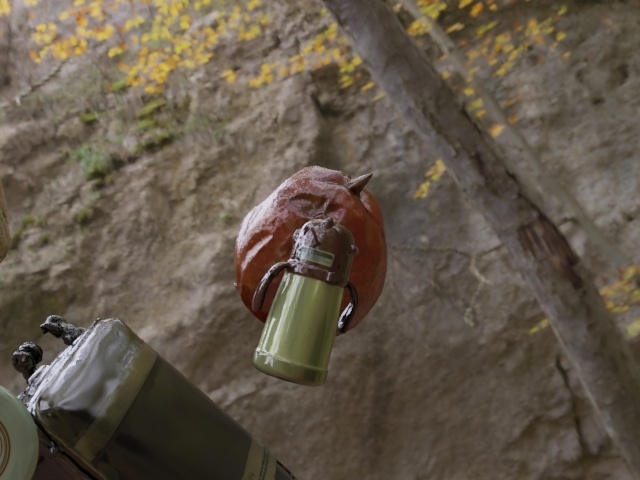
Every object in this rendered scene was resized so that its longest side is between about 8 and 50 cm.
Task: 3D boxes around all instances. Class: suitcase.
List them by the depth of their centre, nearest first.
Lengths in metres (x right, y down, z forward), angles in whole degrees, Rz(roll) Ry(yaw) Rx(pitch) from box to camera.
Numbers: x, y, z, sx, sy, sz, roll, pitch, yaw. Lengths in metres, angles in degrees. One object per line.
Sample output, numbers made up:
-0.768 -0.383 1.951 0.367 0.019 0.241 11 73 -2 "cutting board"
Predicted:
-0.214 0.288 1.128 0.194 0.434 0.283 -42 11 19 "suitcase"

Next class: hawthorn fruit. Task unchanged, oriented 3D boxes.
-0.009 0.010 0.978 0.173 0.179 0.173 -2 18 1 "hawthorn fruit"

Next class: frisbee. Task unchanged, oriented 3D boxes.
-0.275 0.163 0.710 0.110 0.110 0.014 -18 -6 -16 "frisbee"

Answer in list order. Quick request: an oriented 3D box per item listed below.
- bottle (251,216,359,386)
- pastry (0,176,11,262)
-0.006 0.035 0.560 0.047 0.101 0.063 13 -5 36 "bottle"
-0.304 -0.040 0.742 0.088 0.166 0.166 -16 -23 -15 "pastry"
